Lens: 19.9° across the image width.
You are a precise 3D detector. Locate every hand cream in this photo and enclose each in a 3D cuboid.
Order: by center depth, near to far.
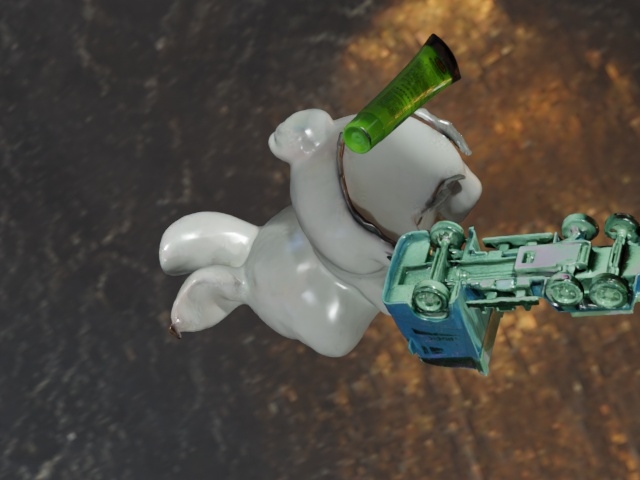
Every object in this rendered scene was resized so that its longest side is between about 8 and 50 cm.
[{"bbox_3d":[0.055,-0.094,1.188,0.036,0.023,0.122,55,47,-10],"label":"hand cream"}]

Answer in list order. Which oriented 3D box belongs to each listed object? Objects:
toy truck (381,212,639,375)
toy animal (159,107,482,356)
[{"bbox_3d":[0.130,0.032,1.098,0.067,0.175,0.081,-71,147,-42],"label":"toy truck"},{"bbox_3d":[0.005,0.005,1.766,0.247,0.310,0.182,19,56,-22],"label":"toy animal"}]
